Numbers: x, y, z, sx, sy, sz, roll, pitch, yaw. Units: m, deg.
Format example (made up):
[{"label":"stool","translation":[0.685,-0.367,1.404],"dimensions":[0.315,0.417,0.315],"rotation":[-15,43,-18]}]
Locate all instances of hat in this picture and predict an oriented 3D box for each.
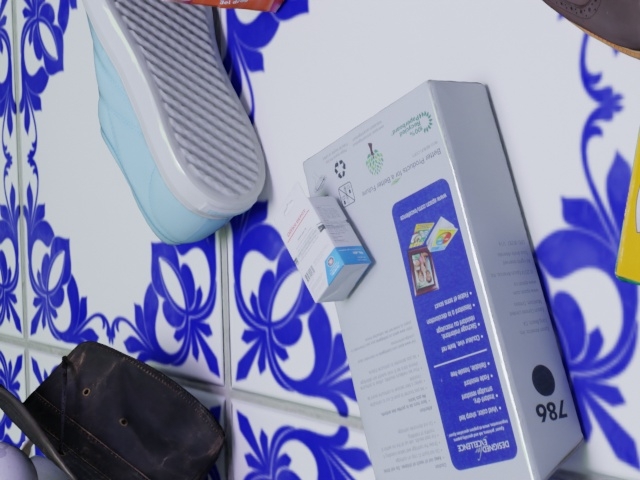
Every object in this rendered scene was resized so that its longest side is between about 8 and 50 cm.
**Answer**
[{"label":"hat","translation":[-0.186,0.190,1.088],"dimensions":[0.331,0.134,0.331],"rotation":[39,165,12]}]

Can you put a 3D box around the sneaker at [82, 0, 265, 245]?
[{"label":"sneaker","translation":[-0.178,-0.163,1.067],"dimensions":[0.150,0.135,0.365],"rotation":[-37,63,44]}]

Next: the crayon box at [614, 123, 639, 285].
[{"label":"crayon box","translation":[0.257,-0.093,0.549],"dimensions":[0.165,0.081,0.278],"rotation":[22,110,50]}]

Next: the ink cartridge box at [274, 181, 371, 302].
[{"label":"ink cartridge box","translation":[0.000,0.000,0.833],"dimensions":[0.048,0.028,0.083],"rotation":[-55,51,39]}]

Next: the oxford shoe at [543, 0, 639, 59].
[{"label":"oxford shoe","translation":[0.130,-0.207,0.691],"dimensions":[0.271,0.098,0.097],"rotation":[56,133,34]}]

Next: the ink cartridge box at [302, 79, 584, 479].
[{"label":"ink cartridge box","translation":[0.087,0.067,0.798],"dimensions":[0.165,0.065,0.332],"rotation":[-27,70,50]}]

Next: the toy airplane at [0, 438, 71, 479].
[{"label":"toy airplane","translation":[-0.295,0.330,1.059],"dimensions":[0.386,0.384,0.272],"rotation":[14,103,49]}]

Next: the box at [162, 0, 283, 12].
[{"label":"box","translation":[-0.096,-0.339,0.955],"dimensions":[0.128,0.123,0.256],"rotation":[-44,59,45]}]
